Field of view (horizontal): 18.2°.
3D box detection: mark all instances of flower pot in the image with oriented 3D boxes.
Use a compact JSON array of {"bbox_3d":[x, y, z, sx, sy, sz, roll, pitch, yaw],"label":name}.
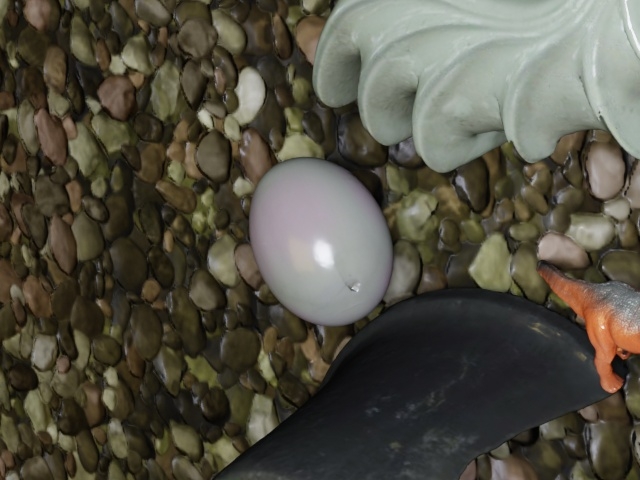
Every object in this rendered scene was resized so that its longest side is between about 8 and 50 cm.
[{"bbox_3d":[0.050,0.241,1.414,0.379,0.251,0.379,13,110,41],"label":"flower pot"},{"bbox_3d":[0.128,-0.180,1.296,0.367,0.164,0.254,-4,108,45],"label":"flower pot"}]

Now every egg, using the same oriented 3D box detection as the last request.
[{"bbox_3d":[0.000,0.000,1.504,0.103,0.103,0.135,-37,71,41],"label":"egg"}]

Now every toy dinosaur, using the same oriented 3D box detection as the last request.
[{"bbox_3d":[0.225,0.070,1.315,0.279,0.055,0.101,28,147,44],"label":"toy dinosaur"}]
